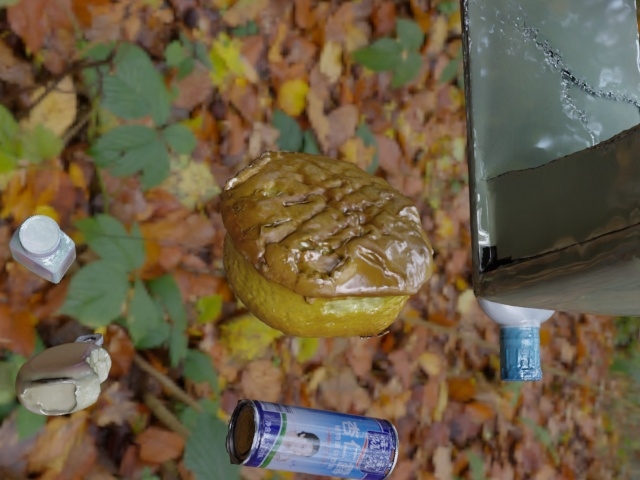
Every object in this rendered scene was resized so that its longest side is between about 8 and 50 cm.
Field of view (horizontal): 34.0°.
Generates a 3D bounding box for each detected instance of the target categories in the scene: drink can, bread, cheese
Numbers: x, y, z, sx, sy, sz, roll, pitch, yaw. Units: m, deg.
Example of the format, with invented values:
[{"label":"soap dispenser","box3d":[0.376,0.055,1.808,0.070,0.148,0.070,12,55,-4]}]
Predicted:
[{"label":"drink can","box3d":[-0.011,0.287,1.500,0.235,0.097,0.097,13,78,-28]},{"label":"bread","box3d":[0.000,0.000,1.877,0.398,0.398,0.215,-63,174,-51]},{"label":"cheese","box3d":[-0.449,0.225,1.906,0.286,0.163,0.082,-73,159,-72]}]

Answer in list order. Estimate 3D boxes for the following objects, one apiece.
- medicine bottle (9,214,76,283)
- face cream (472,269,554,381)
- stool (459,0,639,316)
[{"label":"medicine bottle","box3d":[-0.363,0.007,1.369,0.055,0.074,0.118,-57,-179,-18]},{"label":"face cream","box3d":[0.296,0.043,1.577,0.163,0.080,0.337,7,79,-33]},{"label":"stool","box3d":[0.227,-0.099,0.670,0.243,0.170,0.270,-25,-116,61]}]
